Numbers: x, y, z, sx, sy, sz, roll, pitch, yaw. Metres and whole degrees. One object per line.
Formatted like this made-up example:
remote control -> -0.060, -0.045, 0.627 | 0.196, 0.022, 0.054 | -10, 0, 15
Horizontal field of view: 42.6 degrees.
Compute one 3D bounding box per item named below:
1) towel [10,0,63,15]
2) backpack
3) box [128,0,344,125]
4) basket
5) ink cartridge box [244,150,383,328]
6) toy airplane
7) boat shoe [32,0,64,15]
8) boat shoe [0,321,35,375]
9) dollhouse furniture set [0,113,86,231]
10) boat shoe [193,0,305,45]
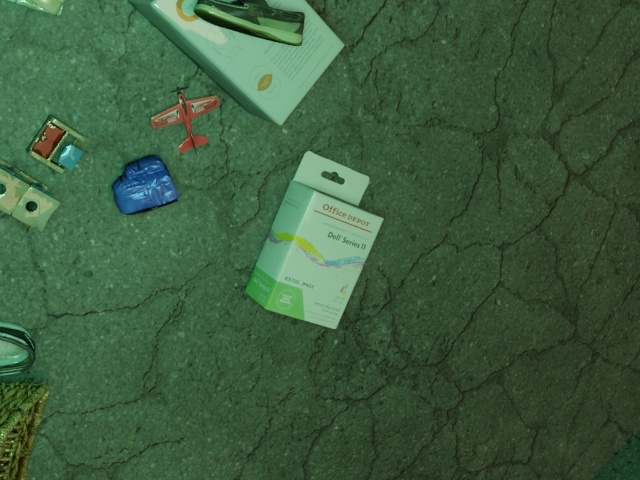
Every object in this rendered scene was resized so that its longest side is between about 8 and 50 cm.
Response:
towel -> -0.524, -0.475, 1.457 | 0.152, 0.023, 0.113 | 11, 100, -32
backpack -> -0.356, -0.110, 1.634 | 0.120, 0.098, 0.101 | -22, 107, -8
box -> -0.160, -0.422, 1.594 | 0.345, 0.168, 0.215 | 41, 85, -33
basket -> -0.640, 0.432, 1.558 | 0.223, 0.213, 0.299 | 11, 110, -31
ink cartridge box -> 0.000, 0.000, 1.854 | 0.207, 0.119, 0.354 | 19, 97, -32
toy airplane -> -0.269, -0.242, 1.675 | 0.151, 0.028, 0.151 | -9, 111, -25
boat shoe -> -0.556, -0.472, 1.344 | 0.302, 0.109, 0.098 | 25, 97, -8
boat shoe -> -0.692, 0.196, 1.546 | 0.302, 0.091, 0.114 | 3, 105, -30
dollhouse furniture set -> -0.528, -0.140, 1.503 | 0.129, 0.129, 0.184 | 34, 89, -33
boat shoe -> -0.123, -0.408, 1.476 | 0.223, 0.080, 0.074 | 9, 97, -37
